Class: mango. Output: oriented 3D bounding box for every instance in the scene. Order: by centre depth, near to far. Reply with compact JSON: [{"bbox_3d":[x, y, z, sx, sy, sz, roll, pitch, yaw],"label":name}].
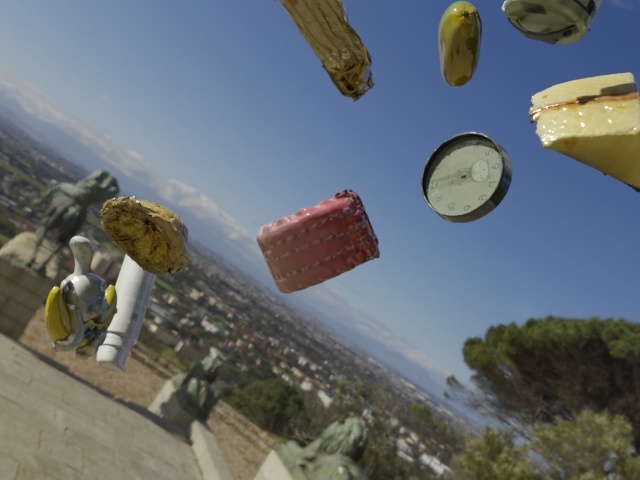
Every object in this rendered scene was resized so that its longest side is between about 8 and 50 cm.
[{"bbox_3d":[0.287,-0.393,1.330,0.122,0.085,0.191,-106,-178,-47],"label":"mango"}]

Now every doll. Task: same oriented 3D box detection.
[{"bbox_3d":[-0.562,0.151,1.536,0.111,0.252,0.237,5,-31,20],"label":"doll"}]

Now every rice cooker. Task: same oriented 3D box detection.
[{"bbox_3d":[0.568,-0.600,1.566,0.226,0.244,0.226,24,2,-1],"label":"rice cooker"}]

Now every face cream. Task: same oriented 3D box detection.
[{"bbox_3d":[-0.525,0.187,1.764,0.102,0.346,0.102,7,-31,4],"label":"face cream"}]

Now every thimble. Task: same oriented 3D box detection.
[{"bbox_3d":[-0.005,0.002,1.087,0.163,0.189,0.125,-38,106,-80],"label":"thimble"}]

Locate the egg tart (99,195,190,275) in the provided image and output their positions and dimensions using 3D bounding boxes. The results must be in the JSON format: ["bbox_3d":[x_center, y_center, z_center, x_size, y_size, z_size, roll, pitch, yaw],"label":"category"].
[{"bbox_3d":[-0.380,-0.020,1.456,0.232,0.098,0.252,33,-35,-1],"label":"egg tart"}]

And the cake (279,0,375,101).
[{"bbox_3d":[0.023,-0.275,0.863,0.185,0.079,0.116,54,23,6],"label":"cake"}]

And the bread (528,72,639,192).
[{"bbox_3d":[0.454,-0.181,1.114,0.178,0.240,0.135,-4,-57,21],"label":"bread"}]

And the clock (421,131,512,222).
[{"bbox_3d":[0.330,-0.147,1.491,0.215,0.215,0.042,28,1,43],"label":"clock"}]
